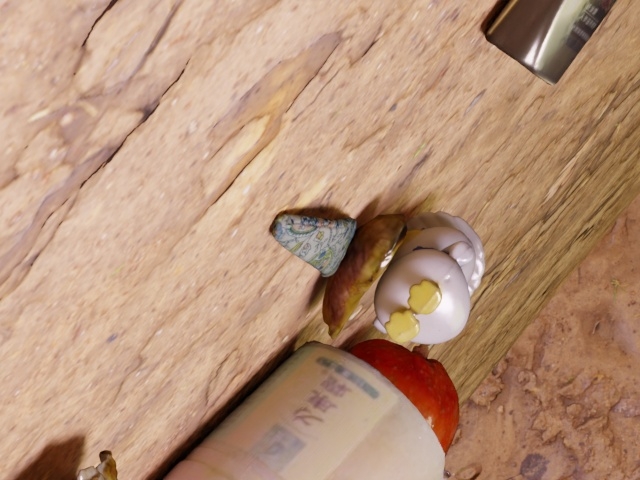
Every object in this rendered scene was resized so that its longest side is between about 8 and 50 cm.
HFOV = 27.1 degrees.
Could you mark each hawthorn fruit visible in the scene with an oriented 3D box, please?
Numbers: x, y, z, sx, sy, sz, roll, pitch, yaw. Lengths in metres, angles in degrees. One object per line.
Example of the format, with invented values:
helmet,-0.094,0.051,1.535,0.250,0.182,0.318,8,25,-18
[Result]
hawthorn fruit,0.085,0.217,1.733,0.253,0.205,0.205,-62,163,13

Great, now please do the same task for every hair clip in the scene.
hair clip,0.002,0.001,1.272,0.066,0.036,0.229,-58,164,3

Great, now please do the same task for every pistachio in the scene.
pistachio,0.038,0.030,1.409,0.173,0.049,0.089,-57,179,34

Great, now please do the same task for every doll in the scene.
doll,0.118,0.041,1.466,0.138,0.119,0.293,-47,179,17

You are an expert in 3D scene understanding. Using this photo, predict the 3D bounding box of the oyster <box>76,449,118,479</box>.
oyster,-0.266,0.320,1.082,0.337,0.133,0.197,-49,158,-24

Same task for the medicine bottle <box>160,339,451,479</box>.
medicine bottle,-0.074,0.325,1.434,0.406,0.236,0.235,-43,163,-28

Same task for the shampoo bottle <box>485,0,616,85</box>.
shampoo bottle,0.294,-0.315,1.278,0.350,0.084,0.125,-54,162,10
